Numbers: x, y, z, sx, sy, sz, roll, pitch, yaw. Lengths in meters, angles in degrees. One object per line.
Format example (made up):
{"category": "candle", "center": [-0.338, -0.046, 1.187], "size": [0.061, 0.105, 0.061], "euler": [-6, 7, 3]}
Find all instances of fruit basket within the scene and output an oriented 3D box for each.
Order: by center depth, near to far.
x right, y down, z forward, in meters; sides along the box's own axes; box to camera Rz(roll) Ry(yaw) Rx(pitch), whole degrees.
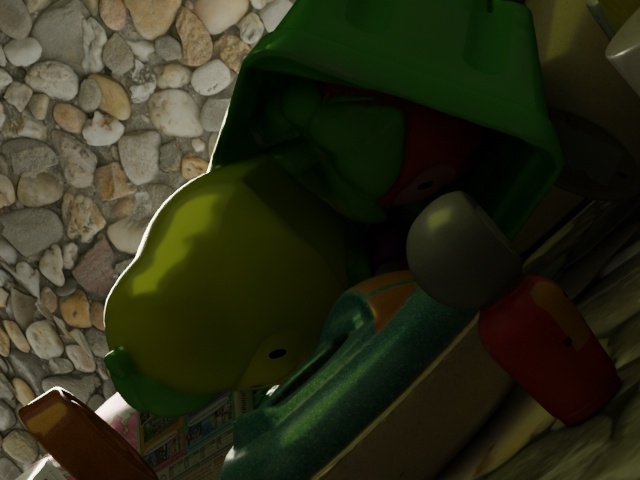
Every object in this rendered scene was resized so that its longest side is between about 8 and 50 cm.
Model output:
{"category": "fruit basket", "center": [0.000, 0.000, 1.158], "size": [0.392, 0.283, 0.392], "euler": [-161, 90, -86]}

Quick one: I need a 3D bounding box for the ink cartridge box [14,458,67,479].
{"category": "ink cartridge box", "center": [-0.251, 0.304, 1.343], "size": [0.092, 0.158, 0.218], "euler": [-40, 4, 3]}

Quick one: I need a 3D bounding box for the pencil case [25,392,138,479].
{"category": "pencil case", "center": [-0.251, 0.271, 1.838], "size": [0.386, 0.167, 0.160], "euler": [-44, -31, -46]}

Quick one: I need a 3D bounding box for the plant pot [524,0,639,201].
{"category": "plant pot", "center": [0.275, -0.178, 1.255], "size": [0.274, 0.256, 0.256], "euler": [-58, 10, -23]}

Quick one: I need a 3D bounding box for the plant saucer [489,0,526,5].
{"category": "plant saucer", "center": [0.146, -0.192, 1.342], "size": [0.188, 0.188, 0.045], "euler": [-2, 0, -28]}

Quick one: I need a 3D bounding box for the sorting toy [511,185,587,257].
{"category": "sorting toy", "center": [0.093, -0.055, 1.456], "size": [0.257, 0.255, 0.089], "euler": [-41, -13, -2]}

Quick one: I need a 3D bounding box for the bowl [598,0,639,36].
{"category": "bowl", "center": [0.332, -0.226, 0.966], "size": [0.289, 0.289, 0.156], "euler": [-42, 24, -16]}

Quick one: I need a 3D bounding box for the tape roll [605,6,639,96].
{"category": "tape roll", "center": [0.267, -0.096, 0.617], "size": [0.246, 0.169, 0.246], "euler": [-41, 3, 2]}

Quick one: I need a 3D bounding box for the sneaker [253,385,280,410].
{"category": "sneaker", "center": [-0.069, 0.164, 1.417], "size": [0.109, 0.123, 0.295], "euler": [-43, 4, -32]}

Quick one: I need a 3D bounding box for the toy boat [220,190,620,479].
{"category": "toy boat", "center": [0.058, 0.073, 0.943], "size": [0.267, 0.148, 0.318], "euler": [-43, 3, -31]}

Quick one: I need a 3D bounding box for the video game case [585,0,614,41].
{"category": "video game case", "center": [0.313, -0.173, 1.091], "size": [0.190, 0.173, 0.022], "euler": [-41, 25, -2]}

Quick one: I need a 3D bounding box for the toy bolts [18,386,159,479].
{"category": "toy bolts", "center": [-0.137, 0.226, 0.934], "size": [0.158, 0.218, 0.228], "euler": [-47, -14, -5]}

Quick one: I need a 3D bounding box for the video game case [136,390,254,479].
{"category": "video game case", "center": [-0.120, 0.192, 1.383], "size": [0.023, 0.193, 0.212], "euler": [8, -27, -30]}
